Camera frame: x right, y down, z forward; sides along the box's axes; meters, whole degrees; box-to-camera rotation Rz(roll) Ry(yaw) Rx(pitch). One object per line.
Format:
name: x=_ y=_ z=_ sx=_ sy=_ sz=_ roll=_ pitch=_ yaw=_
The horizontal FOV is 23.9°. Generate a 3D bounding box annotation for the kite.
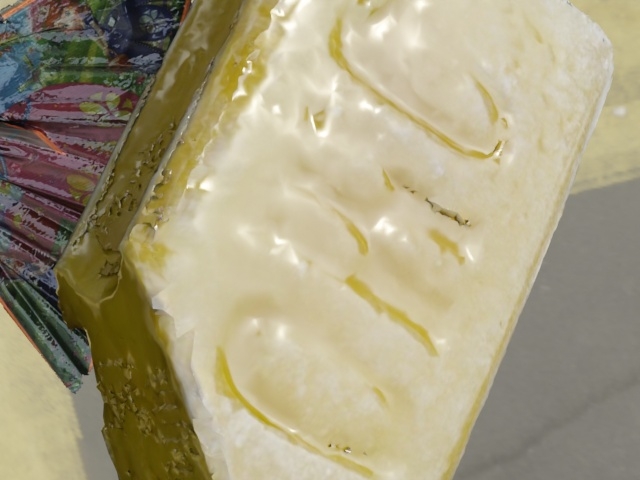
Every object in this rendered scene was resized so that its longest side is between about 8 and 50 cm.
kite: x=-0.106 y=-0.043 z=0.650 sx=0.183 sy=0.014 sz=0.241 roll=19 pitch=110 yaw=-11

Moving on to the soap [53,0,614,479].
soap: x=0.000 y=0.000 z=0.568 sx=0.160 sy=0.080 sz=0.257 roll=31 pitch=71 yaw=-24
